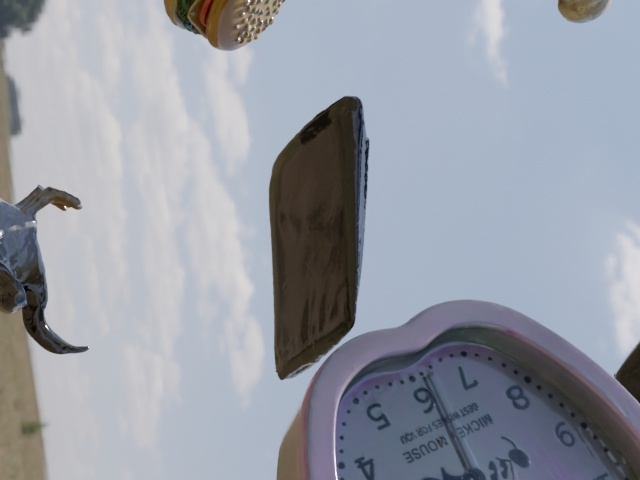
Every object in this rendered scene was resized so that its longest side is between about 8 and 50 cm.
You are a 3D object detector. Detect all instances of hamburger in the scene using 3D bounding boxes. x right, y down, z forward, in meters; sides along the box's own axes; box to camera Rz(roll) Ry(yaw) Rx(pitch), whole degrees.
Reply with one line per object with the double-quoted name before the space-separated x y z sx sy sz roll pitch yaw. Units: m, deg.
"hamburger" -0.107 -0.299 1.477 0.115 0.162 0.162 37 -31 16

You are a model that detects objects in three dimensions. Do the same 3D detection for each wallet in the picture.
"wallet" 0.000 0.000 1.214 0.168 0.052 0.245 -40 -136 53

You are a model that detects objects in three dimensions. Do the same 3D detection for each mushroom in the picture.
"mushroom" 0.376 -0.351 1.808 0.067 0.083 0.083 43 4 -26

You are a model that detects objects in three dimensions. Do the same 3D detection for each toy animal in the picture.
"toy animal" -0.276 0.022 1.170 0.272 0.197 0.160 -3 -119 59

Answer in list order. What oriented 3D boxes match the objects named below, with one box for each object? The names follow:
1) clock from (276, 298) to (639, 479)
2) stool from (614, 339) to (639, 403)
"clock" 0.130 0.216 1.024 0.102 0.338 0.339 117 -37 -53
"stool" 0.491 0.182 1.577 0.141 0.232 0.232 45 -3 -19
